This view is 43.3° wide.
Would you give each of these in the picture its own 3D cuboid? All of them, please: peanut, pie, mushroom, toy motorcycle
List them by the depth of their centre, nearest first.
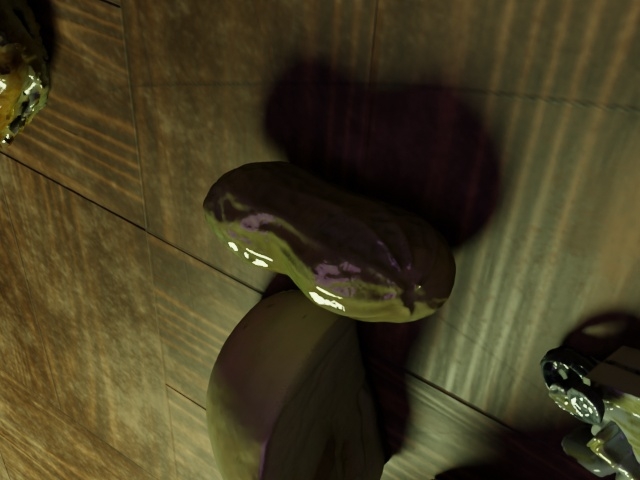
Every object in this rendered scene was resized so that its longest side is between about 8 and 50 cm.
[{"bbox_3d":[0.233,0.140,0.516,0.151,0.074,0.228,62,158,-14],"label":"toy motorcycle"},{"bbox_3d":[0.000,0.000,0.618,0.214,0.098,0.090,25,145,28],"label":"peanut"},{"bbox_3d":[-0.050,0.172,0.743,0.162,0.173,0.236,14,130,37],"label":"mushroom"},{"bbox_3d":[-0.377,-0.215,0.787,0.308,0.085,0.308,24,139,23],"label":"pie"}]

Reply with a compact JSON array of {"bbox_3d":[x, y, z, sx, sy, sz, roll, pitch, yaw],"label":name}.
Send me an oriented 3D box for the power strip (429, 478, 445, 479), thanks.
[{"bbox_3d":[0.189,0.260,0.695,0.272,0.052,0.078,-7,116,45],"label":"power strip"}]
